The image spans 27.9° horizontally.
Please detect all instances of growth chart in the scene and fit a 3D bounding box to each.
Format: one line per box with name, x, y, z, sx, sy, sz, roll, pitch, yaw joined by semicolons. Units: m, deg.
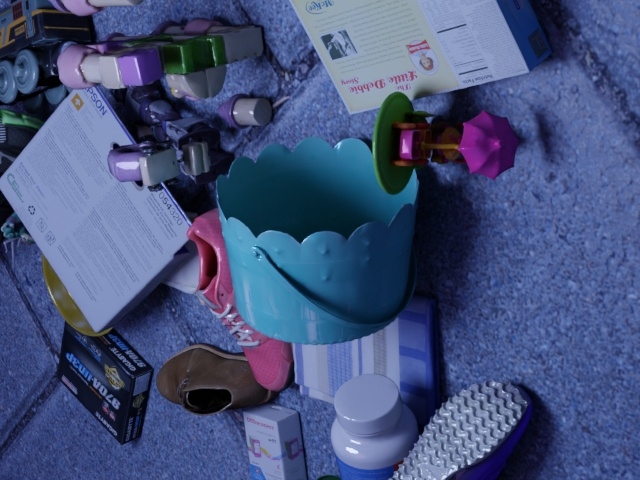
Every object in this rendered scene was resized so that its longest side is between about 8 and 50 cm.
growth chart;-0.250;0.009;2.155;0.237;0.021;0.172;25;121;25

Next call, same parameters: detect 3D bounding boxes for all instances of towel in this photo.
towel;0.063;0.156;1.891;0.285;0.034;0.209;10;110;44

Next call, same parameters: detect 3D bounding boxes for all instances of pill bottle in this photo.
pill bottle;0.082;0.297;1.806;0.124;0.124;0.221;26;143;40

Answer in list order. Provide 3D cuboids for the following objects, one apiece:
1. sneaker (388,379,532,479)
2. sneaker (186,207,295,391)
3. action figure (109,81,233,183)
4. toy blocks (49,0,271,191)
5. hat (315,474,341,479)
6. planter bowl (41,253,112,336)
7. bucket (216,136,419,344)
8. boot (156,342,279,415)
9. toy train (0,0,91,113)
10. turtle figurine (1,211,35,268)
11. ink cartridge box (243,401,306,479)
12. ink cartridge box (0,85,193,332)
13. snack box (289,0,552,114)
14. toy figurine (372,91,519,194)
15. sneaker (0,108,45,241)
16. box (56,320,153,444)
sneaker;0.195;0.313;1.748;0.293;0.146;0.102;-50;47;13
sneaker;-0.132;0.095;2.004;0.116;0.136;0.313;-10;97;50
action figure;-0.261;-0.196;2.068;0.285;0.099;0.185;36;143;40
toy blocks;-0.260;-0.261;1.900;0.260;0.289;0.308;7;112;40
hat;-0.027;0.470;1.992;0.208;0.184;0.173;27;123;40
planter bowl;-0.398;0.056;2.316;0.217;0.090;0.217;15;114;37
bucket;0.000;0.000;1.726;0.281;0.281;0.183;27;132;39
boot;-0.206;0.241;2.161;0.305;0.115;0.112;-8;101;51
toy train;-0.518;-0.336;2.284;0.334;0.142;0.190;-10;85;51
turtle figurine;-0.505;-0.036;2.370;0.234;0.175;0.118;-49;50;37
ink cartridge box;-0.074;0.333;2.095;0.089;0.052;0.122;8;109;47
ink cartridge box;-0.360;-0.062;2.137;0.330;0.071;0.324;-41;79;36
snack box;0.115;-0.272;1.608;0.322;0.060;0.187;-7;118;49
toy figurine;0.172;-0.117;1.603;0.159;0.173;0.130;5;96;26
sneaker;-0.608;-0.089;2.384;0.483;0.185;0.202;124;148;-58
box;-0.410;0.251;2.439;0.220;0.051;0.175;39;130;31
